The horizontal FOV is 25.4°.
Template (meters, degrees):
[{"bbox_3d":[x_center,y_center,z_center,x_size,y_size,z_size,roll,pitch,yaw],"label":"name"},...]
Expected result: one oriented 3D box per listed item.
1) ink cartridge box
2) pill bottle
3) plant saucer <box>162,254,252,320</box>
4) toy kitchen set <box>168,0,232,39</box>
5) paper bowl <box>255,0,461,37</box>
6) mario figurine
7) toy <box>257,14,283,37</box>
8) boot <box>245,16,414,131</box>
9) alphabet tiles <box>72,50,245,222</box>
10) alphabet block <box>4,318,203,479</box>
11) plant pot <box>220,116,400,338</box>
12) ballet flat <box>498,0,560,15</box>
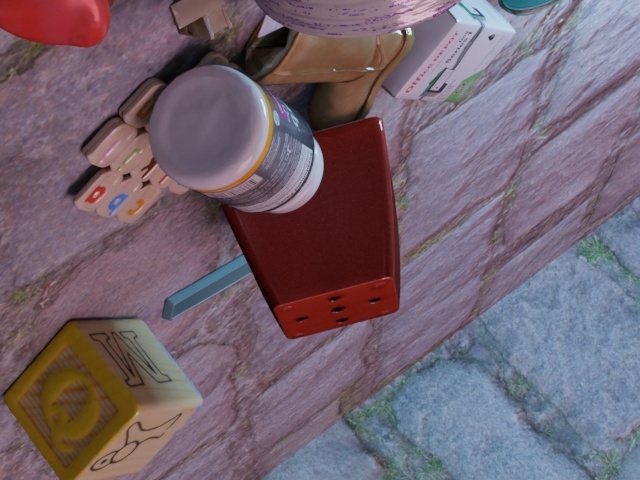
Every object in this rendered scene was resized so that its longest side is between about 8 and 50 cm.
[{"bbox_3d":[0.181,-0.299,2.186,0.160,0.092,0.219,-50,159,24],"label":"ink cartridge box"},{"bbox_3d":[-0.101,-0.123,1.878,0.162,0.162,0.278,-44,161,8],"label":"pill bottle"},{"bbox_3d":[-0.187,0.077,2.431,0.192,0.018,0.067,-30,158,-27],"label":"plant saucer"},{"bbox_3d":[-0.163,-0.277,1.677,0.068,0.075,0.083,-35,121,-27],"label":"toy kitchen set"},{"bbox_3d":[0.045,-0.358,1.522,0.284,0.284,0.148,-34,139,-18],"label":"paper bowl"},{"bbox_3d":[-0.218,-0.323,1.396,0.320,0.170,0.198,-43,128,-27],"label":"mario figurine"},{"bbox_3d":[0.002,-0.355,1.783,0.237,0.056,0.137,-31,155,-41],"label":"toy"},{"bbox_3d":[-0.015,-0.235,1.985,0.269,0.089,0.236,-10,141,-52],"label":"boot"},{"bbox_3d":[-0.206,-0.138,1.914,0.278,0.021,0.284,-47,161,9],"label":"alphabet tiles"},{"bbox_3d":[-0.342,0.253,2.252,0.192,0.193,0.197,-48,160,16],"label":"alphabet block"},{"bbox_3d":[0.000,0.000,2.146,0.267,0.236,0.267,-14,160,1],"label":"plant pot"},{"bbox_3d":[0.392,-0.439,2.312,0.247,0.083,0.087,-38,175,-3],"label":"ballet flat"}]
